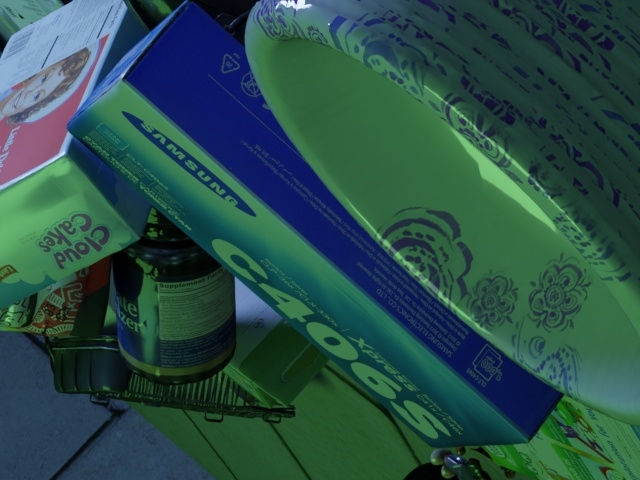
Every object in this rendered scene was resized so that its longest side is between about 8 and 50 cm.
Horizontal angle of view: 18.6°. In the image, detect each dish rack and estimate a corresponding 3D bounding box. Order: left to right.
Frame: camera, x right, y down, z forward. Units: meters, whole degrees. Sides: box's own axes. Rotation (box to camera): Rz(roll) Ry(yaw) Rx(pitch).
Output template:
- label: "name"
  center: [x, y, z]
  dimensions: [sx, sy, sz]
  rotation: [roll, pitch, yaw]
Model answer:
- label: "dish rack"
  center: [-0.168, 0.168, 2.301]
  dimensions: [0.271, 0.074, 0.208]
  rotation: [11, 172, -25]

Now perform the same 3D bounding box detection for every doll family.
- label: "doll family"
  center: [0.131, 0.161, 1.739]
  dimensions: [0.193, 0.076, 0.111]
  rotation: [56, 168, -30]

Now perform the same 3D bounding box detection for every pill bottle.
- label: "pill bottle"
  center: [-0.145, 0.026, 1.940]
  dimensions: [0.123, 0.123, 0.219]
  rotation: [35, 139, 37]

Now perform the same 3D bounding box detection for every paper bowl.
- label: "paper bowl"
  center: [0.111, -0.054, 0.946]
  dimensions: [0.284, 0.148, 0.284]
  rotation: [41, 166, 12]

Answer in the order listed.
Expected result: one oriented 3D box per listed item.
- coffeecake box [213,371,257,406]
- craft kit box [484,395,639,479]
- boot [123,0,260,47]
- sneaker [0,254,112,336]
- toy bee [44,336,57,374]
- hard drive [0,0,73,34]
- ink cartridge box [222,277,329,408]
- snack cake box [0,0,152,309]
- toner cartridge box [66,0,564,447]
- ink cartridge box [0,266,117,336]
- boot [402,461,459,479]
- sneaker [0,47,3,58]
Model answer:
- label: "coffeecake box"
  center: [-0.136, 0.106, 2.401]
  dimensions: [0.142, 0.068, 0.185]
  rotation: [34, 163, 33]
- label: "craft kit box"
  center: [0.174, 0.108, 1.416]
  dimensions: [0.247, 0.061, 0.250]
  rotation: [16, 150, 46]
- label: "boot"
  center: [-0.004, -0.138, 1.228]
  dimensions: [0.263, 0.091, 0.229]
  rotation: [43, 162, -11]
- label: "sneaker"
  center: [-0.269, -0.042, 1.869]
  dimensions: [0.145, 0.270, 0.090]
  rotation: [5, -173, -16]
- label: "toy bee"
  center: [-0.322, 0.001, 2.546]
  dimensions: [0.195, 0.162, 0.298]
  rotation: [-148, 41, -71]
- label: "hard drive"
  center: [-0.264, -0.253, 1.687]
  dimensions: [0.339, 0.064, 0.237]
  rotation: [50, 167, -27]
- label: "ink cartridge box"
  center: [-0.056, 0.101, 2.046]
  dimensions: [0.209, 0.109, 0.062]
  rotation: [33, 163, 40]
- label: "snack cake box"
  center: [-0.186, -0.083, 1.464]
  dimensions: [0.152, 0.264, 0.089]
  rotation: [-24, 121, 28]
- label: "toner cartridge box"
  center: [0.000, 0.000, 1.290]
  dimensions: [0.348, 0.075, 0.165]
  rotation: [41, 161, -10]
- label: "ink cartridge box"
  center: [-0.397, -0.030, 2.244]
  dimensions: [0.385, 0.160, 0.279]
  rotation: [2, 145, 29]
- label: "boot"
  center: [0.202, 0.358, 2.080]
  dimensions: [0.246, 0.094, 0.207]
  rotation: [26, 154, 39]
- label: "sneaker"
  center: [-0.404, -0.189, 2.237]
  dimensions: [0.129, 0.111, 0.297]
  rotation: [19, 153, 51]
